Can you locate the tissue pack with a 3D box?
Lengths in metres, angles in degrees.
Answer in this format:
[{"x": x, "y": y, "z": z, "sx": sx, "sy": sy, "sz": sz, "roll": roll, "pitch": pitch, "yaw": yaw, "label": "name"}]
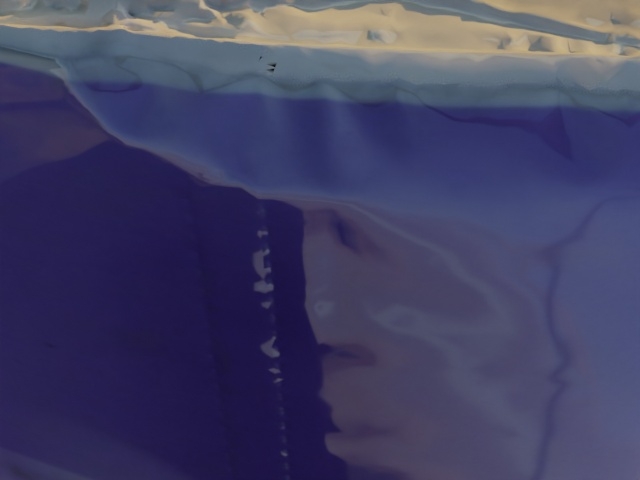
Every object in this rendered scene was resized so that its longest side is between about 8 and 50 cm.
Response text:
[{"x": 0.000, "y": 0.000, "z": 0.532, "sx": 0.242, "sy": 0.160, "sz": 0.338, "roll": 7, "pitch": 146, "yaw": 8, "label": "tissue pack"}]
